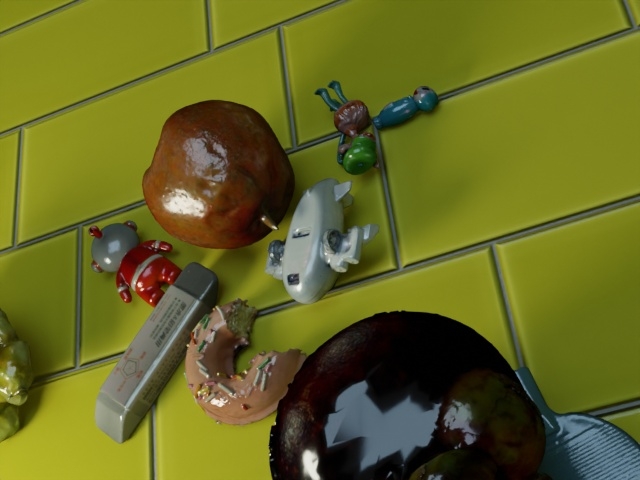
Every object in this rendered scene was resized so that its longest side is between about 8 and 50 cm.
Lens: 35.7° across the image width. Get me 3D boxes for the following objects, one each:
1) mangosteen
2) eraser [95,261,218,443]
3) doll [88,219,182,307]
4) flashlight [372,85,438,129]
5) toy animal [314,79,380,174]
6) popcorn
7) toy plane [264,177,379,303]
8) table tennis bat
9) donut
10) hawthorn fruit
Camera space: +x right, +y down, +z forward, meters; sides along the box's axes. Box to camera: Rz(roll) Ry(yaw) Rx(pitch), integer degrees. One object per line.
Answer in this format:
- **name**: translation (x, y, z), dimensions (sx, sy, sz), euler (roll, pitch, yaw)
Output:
- **mangosteen**: translation (0.134, 0.311, 1.366), dimensions (0.381, 0.381, 0.421), euler (-42, 58, 0)
- **eraser**: translation (-0.301, 0.202, 1.828), dimensions (0.089, 0.061, 0.352), euler (26, 76, 35)
- **doll**: translation (-0.375, 0.036, 1.949), dimensions (0.245, 0.076, 0.142), euler (32, 79, 32)
- **flashlight**: translation (0.159, -0.244, 1.863), dimensions (0.129, 0.051, 0.051), euler (-28, 54, 16)
- **toy animal**: translation (0.050, -0.205, 1.872), dimensions (0.103, 0.100, 0.208), euler (-52, 47, 36)
- **popcorn**: translation (-0.705, 0.229, 1.875), dimensions (0.335, 0.279, 0.274), euler (44, 129, 53)
- **toy plane**: translation (0.000, 0.000, 1.765), dimensions (0.245, 0.117, 0.244), euler (-23, 52, 34)
- **table tennis bat**: translation (0.360, 0.330, 1.447), dimensions (0.215, 0.044, 0.329), euler (-31, 56, 9)
- **donut**: translation (-0.150, 0.215, 1.732), dimensions (0.199, 0.085, 0.233), euler (-50, 52, -5)
- **hawthorn fruit**: translation (-0.162, -0.102, 1.809), dimensions (0.277, 0.277, 0.298), euler (-49, 56, -5)
